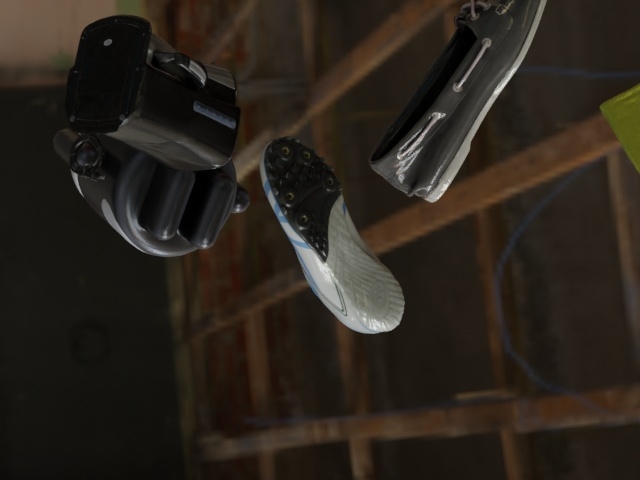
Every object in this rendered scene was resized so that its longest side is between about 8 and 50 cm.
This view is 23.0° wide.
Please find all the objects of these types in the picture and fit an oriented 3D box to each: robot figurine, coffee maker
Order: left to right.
[{"bbox_3d":[-0.181,-0.132,1.667,0.120,0.178,0.171,29,-88,35],"label":"coffee maker"},{"bbox_3d":[-0.213,-0.086,2.011,0.278,0.174,0.209,37,-20,55],"label":"robot figurine"}]

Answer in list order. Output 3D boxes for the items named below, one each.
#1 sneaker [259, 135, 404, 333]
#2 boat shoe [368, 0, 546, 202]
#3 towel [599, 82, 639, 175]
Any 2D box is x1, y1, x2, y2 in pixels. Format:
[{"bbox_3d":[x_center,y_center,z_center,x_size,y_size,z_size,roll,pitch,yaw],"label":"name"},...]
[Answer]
[{"bbox_3d":[0.000,0.000,1.618,0.086,0.085,0.237,-6,-58,52],"label":"sneaker"},{"bbox_3d":[0.170,-0.207,1.888,0.335,0.096,0.112,-63,-164,8],"label":"boat shoe"},{"bbox_3d":[0.441,-0.087,1.916,0.237,0.102,0.021,61,-5,13],"label":"towel"}]
